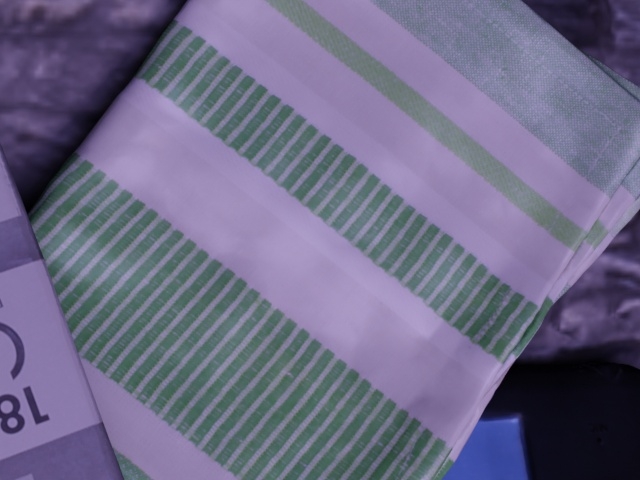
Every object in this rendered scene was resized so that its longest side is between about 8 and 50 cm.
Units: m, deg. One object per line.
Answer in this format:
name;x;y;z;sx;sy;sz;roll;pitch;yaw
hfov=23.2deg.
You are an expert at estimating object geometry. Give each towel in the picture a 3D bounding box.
towel;0.000;0.000;0.764;0.248;0.038;0.325;37;82;-5

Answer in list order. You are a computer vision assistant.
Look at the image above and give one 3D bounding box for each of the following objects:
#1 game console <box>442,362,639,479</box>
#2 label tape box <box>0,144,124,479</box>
game console;0.047;0.230;0.804;0.386;0.060;0.342;2;73;-26
label tape box;-0.198;0.129;0.638;0.240;0.106;0.334;-20;85;-14
